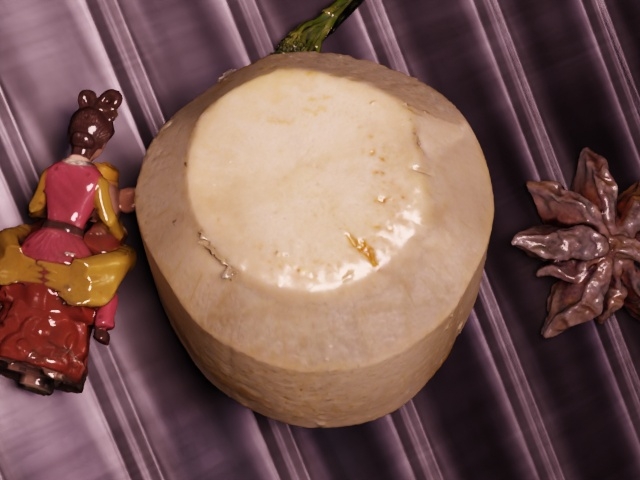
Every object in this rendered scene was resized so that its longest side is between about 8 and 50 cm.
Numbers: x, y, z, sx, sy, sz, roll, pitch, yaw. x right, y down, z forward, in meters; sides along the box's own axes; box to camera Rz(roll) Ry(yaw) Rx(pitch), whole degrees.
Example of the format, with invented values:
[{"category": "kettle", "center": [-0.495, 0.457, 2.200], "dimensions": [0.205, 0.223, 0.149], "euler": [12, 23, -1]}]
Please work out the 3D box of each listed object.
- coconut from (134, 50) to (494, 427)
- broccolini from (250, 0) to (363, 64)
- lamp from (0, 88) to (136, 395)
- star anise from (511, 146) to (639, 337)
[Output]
[{"category": "coconut", "center": [0.000, 0.000, 1.371], "dimensions": [0.323, 0.323, 0.323], "euler": [3, 84, -29]}, {"category": "broccolini", "center": [0.009, -0.216, 1.538], "dimensions": [0.054, 0.051, 0.239], "euler": [42, 65, -10]}, {"category": "lamp", "center": [-0.211, 0.003, 1.361], "dimensions": [0.118, 0.118, 0.253], "euler": [20, 73, -26]}, {"category": "star anise", "center": [0.296, 0.018, 1.651], "dimensions": [0.231, 0.089, 0.209], "euler": [29, 76, -16]}]
